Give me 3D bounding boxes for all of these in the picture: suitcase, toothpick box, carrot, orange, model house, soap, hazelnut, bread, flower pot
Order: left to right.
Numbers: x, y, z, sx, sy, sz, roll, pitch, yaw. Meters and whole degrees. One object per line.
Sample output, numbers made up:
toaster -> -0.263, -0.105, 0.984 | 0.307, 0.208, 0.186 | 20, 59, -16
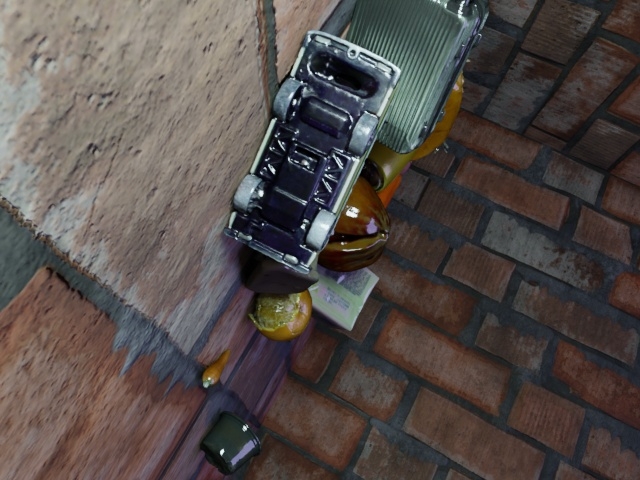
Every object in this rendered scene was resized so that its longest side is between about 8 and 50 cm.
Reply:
carrot -> -0.216, 0.265, 1.036 | 0.142, 0.035, 0.035 | -60, 175, -75
flower pot -> -0.254, 0.562, 1.364 | 0.107, 0.157, 0.157 | -37, 156, -40
orange -> -0.093, 0.157, 1.157 | 0.156, 0.134, 0.157 | 18, 67, -53
model house -> -0.054, 0.009, 0.952 | 0.229, 0.122, 0.188 | 134, -25, -68
soap -> 0.022, 0.120, 1.366 | 0.182, 0.199, 0.138 | -59, -161, -19
hazelnut -> 0.058, -0.036, 1.135 | 0.217, 0.217, 0.252 | -55, 156, -42
toothpick box -> 0.157, -0.248, 1.244 | 0.271, 0.175, 0.175 | -55, 169, -27
suitcase -> 0.142, -0.316, 0.848 | 0.128, 0.202, 0.312 | -41, 159, -42
bread -> 0.281, -0.386, 1.456 | 0.389, 0.236, 0.183 | 89, 12, -56

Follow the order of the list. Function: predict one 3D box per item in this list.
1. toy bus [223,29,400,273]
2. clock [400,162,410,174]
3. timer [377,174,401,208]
toy bus -> -0.003, -0.126, 0.739 | 0.306, 0.143, 0.179 | -66, 174, 13
clock -> 0.306, -0.345, 1.867 | 0.227, 0.142, 0.241 | 100, 12, -62
timer -> 0.097, -0.092, 1.438 | 0.257, 0.161, 0.250 | -58, 174, -33
